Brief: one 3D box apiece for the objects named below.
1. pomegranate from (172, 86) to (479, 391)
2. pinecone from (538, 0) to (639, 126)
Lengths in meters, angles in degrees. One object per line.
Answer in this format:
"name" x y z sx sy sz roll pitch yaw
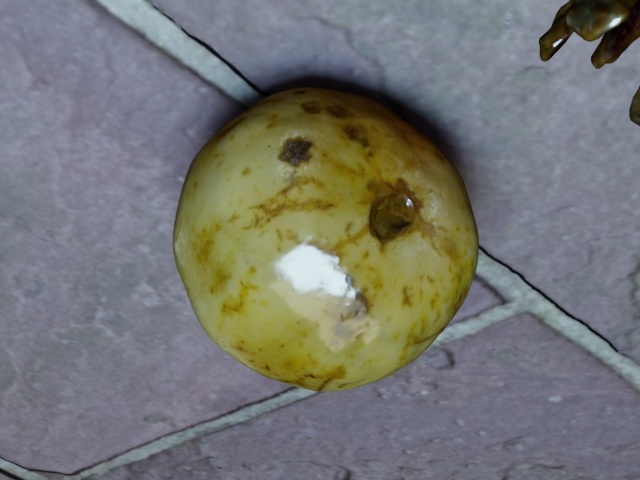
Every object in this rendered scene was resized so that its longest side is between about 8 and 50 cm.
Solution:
"pomegranate" 0.000 0.000 1.032 0.215 0.215 0.215 5 144 4
"pinecone" 0.206 -0.159 0.764 0.229 0.202 0.201 8 112 -5
